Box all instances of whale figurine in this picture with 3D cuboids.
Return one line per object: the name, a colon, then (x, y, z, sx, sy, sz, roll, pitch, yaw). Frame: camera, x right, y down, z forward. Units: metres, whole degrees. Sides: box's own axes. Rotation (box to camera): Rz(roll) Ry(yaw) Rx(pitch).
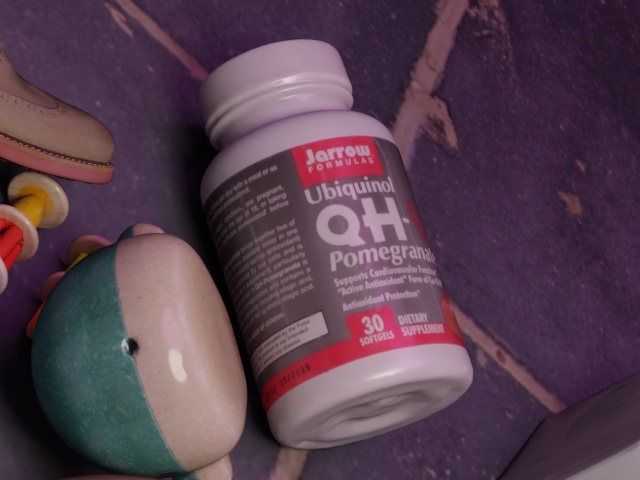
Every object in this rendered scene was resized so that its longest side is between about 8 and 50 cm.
whale figurine: (-0.131, 0.097, 1.493, 0.272, 0.141, 0.216, 48, 25, -81)

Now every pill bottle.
pill bottle: (0.000, 0.000, 1.676, 0.176, 0.176, 0.318, 3, 63, -47)

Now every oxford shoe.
oxford shoe: (-0.280, -0.154, 1.482, 0.348, 0.123, 0.130, 30, 88, -32)

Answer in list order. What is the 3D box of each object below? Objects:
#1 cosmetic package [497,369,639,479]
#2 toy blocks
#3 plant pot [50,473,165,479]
cosmetic package: (0.277, 0.223, 1.783, 0.138, 0.224, 0.225, 55, 38, -2)
toy blocks: (-0.222, 0.032, 1.508, 0.123, 0.054, 0.148, 48, 39, -12)
plant pot: (-0.117, 0.274, 1.342, 0.284, 0.191, 0.284, 27, 47, -33)
